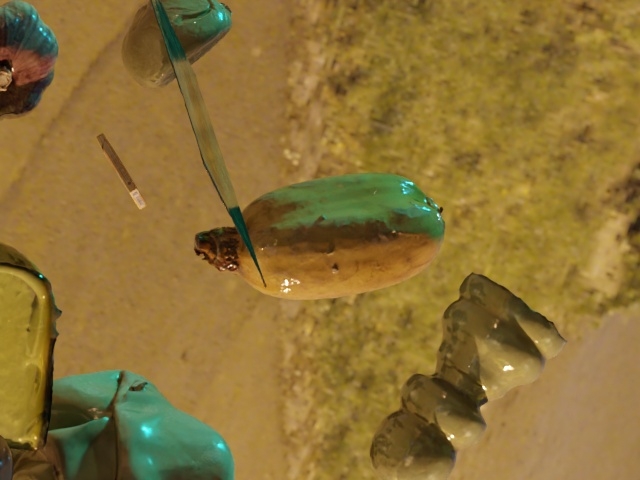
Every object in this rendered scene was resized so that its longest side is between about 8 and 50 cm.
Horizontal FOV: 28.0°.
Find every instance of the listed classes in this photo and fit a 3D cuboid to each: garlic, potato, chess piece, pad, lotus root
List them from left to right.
[{"bbox_3d":[-0.482,0.092,1.615,0.330,0.213,0.280,10,116,-37],"label":"potato"},{"bbox_3d":[-0.388,-0.207,1.534,0.159,0.102,0.147,-36,135,-4],"label":"garlic"},{"bbox_3d":[-0.142,-0.149,1.489,0.007,0.367,0.247,-21,143,0],"label":"pad"},{"bbox_3d":[0.000,0.000,1.717,0.343,0.169,0.151,-11,136,-14],"label":"lotus root"},{"bbox_3d":[0.144,0.167,1.400,0.243,0.133,0.133,-52,152,-6],"label":"chess piece"}]

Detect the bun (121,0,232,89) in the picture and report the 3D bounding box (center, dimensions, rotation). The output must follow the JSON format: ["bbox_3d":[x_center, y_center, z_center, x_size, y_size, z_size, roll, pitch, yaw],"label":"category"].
[{"bbox_3d":[-0.219,-0.308,1.888,0.167,0.113,0.173,-36,-172,33],"label":"bun"}]

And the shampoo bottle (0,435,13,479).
[{"bbox_3d":[-0.398,0.242,1.360,0.127,0.257,0.078,-39,121,-23],"label":"shampoo bottle"}]

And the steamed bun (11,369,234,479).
[{"bbox_3d":[-0.339,0.370,1.883,0.255,0.368,0.342,1,116,-49],"label":"steamed bun"}]

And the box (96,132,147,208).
[{"bbox_3d":[-0.221,-0.077,1.423,0.012,0.083,0.046,-32,157,-5],"label":"box"}]
